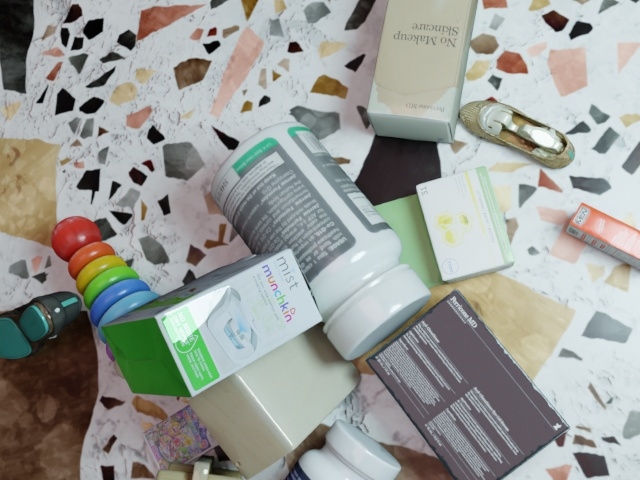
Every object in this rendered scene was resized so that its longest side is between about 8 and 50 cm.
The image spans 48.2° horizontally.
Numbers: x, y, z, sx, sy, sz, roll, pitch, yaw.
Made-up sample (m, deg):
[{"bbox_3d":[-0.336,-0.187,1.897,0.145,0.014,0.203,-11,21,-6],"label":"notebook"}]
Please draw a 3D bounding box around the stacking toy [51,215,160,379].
[{"bbox_3d":[-0.381,0.086,1.277,0.141,0.141,0.330,-44,68,2],"label":"stacking toy"}]

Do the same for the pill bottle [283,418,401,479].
[{"bbox_3d":[0.000,0.421,1.104,0.153,0.153,0.264,34,89,17],"label":"pill bottle"}]

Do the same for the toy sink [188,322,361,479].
[{"bbox_3d":[-0.068,0.241,1.143,0.153,0.234,0.131,51,123,5],"label":"toy sink"}]

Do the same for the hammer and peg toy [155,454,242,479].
[{"bbox_3d":[-0.204,0.513,1.076,0.127,0.266,0.361,9,76,-5],"label":"hammer and peg toy"}]

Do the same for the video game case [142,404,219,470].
[{"bbox_3d":[-0.243,0.346,1.250,0.122,0.011,0.087,-32,74,6],"label":"video game case"}]

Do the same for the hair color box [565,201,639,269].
[{"bbox_3d":[0.460,-0.004,1.117,0.141,0.072,0.043,29,88,16],"label":"hair color box"}]

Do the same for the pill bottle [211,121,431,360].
[{"bbox_3d":[0.000,0.000,1.157,0.204,0.204,0.361,-39,73,4],"label":"pill bottle"}]

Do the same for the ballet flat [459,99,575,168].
[{"bbox_3d":[0.327,-0.187,1.185,0.206,0.067,0.073,26,88,17],"label":"ballet flat"}]

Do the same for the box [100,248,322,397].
[{"bbox_3d":[-0.171,0.122,1.077,0.231,0.262,0.126,-27,96,-34],"label":"box"}]

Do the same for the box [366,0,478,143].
[{"bbox_3d":[0.180,-0.334,1.220,0.148,0.121,0.311,8,81,14],"label":"box"}]

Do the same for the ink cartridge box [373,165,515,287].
[{"bbox_3d":[0.185,-0.009,1.194,0.235,0.056,0.171,-16,76,8],"label":"ink cartridge box"}]

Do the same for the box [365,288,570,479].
[{"bbox_3d":[0.226,0.235,1.112,0.184,0.103,0.261,-39,73,7],"label":"box"}]

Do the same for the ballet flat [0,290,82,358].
[{"bbox_3d":[-0.512,0.152,1.294,0.280,0.096,0.095,-20,100,43],"label":"ballet flat"}]
